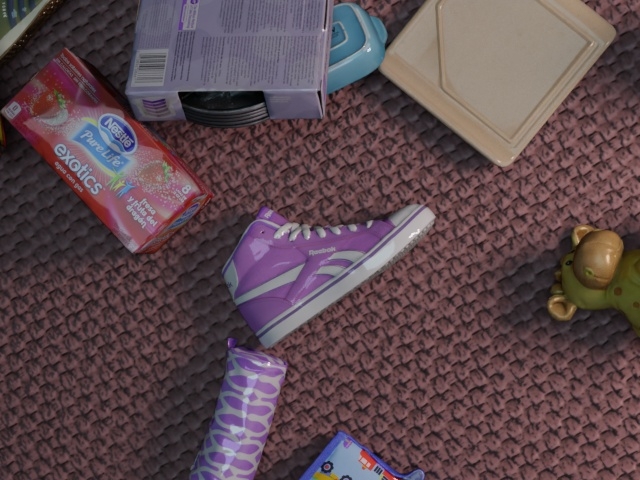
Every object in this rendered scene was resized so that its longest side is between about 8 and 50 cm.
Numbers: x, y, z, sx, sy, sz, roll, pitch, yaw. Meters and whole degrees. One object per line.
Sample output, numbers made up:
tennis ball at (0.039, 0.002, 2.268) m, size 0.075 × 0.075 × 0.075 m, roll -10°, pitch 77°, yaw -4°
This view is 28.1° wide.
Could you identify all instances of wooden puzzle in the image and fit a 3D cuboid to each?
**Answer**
wooden puzzle at (0.226, -0.247, 1.661) m, size 0.221 × 0.044 × 0.238 m, roll 40°, pitch 89°, yaw 5°

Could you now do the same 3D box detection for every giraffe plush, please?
giraffe plush at (0.381, 0.042, 1.599) m, size 0.170 × 0.181 × 0.210 m, roll 19°, pitch 126°, yaw 16°

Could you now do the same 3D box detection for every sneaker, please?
sneaker at (-0.401, -0.324, 1.709) m, size 0.086 × 0.064 × 0.192 m, roll 45°, pitch 97°, yaw -1°
sneaker at (0.000, 0.000, 1.652) m, size 0.282 × 0.102 × 0.161 m, roll -33°, pitch 84°, yaw 5°

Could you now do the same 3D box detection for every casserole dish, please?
casserole dish at (-0.005, -0.245, 1.663) m, size 0.188 × 0.037 × 0.114 m, roll -25°, pitch 63°, yaw 5°

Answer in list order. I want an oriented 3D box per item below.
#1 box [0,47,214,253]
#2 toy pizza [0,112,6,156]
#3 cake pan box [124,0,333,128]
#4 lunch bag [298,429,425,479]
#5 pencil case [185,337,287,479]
box at (-0.273, -0.112, 1.664) m, size 0.122 × 0.128 × 0.257 m, roll -44°, pitch 85°, yaw 3°
toy pizza at (-0.435, -0.197, 1.650) m, size 0.032 × 0.201 × 0.201 m, roll -15°, pitch 88°, yaw -10°
cake pan box at (-0.107, -0.267, 1.618) m, size 0.246 × 0.070 × 0.267 m, roll -2°, pitch 59°, yaw 9°
lunch bag at (0.035, 0.405, 1.641) m, size 0.221 × 0.138 × 0.293 m, roll 39°, pitch 84°, yaw 7°
pencil case at (-0.110, 0.239, 1.672) m, size 0.088 × 0.086 × 0.206 m, roll 19°, pitch 90°, yaw 29°
